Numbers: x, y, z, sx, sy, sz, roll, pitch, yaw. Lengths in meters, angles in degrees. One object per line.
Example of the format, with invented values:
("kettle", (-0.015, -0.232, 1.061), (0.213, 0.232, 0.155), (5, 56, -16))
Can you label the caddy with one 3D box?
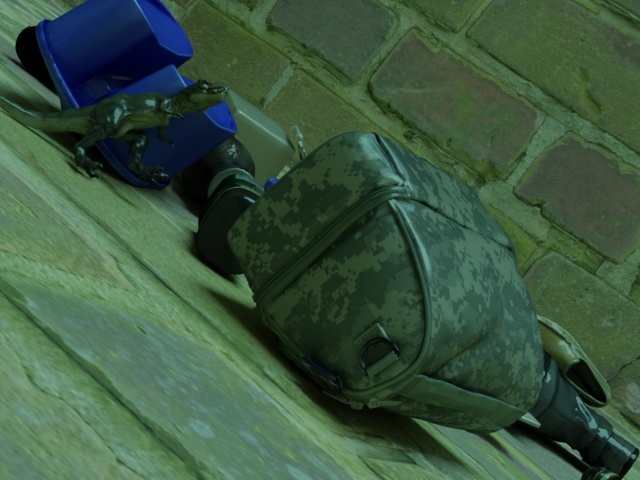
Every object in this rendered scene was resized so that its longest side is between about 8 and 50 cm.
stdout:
("caddy", (-0.248, -0.190, 1.580), (0.241, 0.179, 0.341), (60, 6, 3))

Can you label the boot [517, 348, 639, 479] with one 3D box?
("boot", (0.395, 0.279, 1.872), (0.223, 0.118, 0.338), (39, 4, 12))

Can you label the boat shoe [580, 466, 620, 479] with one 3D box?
("boat shoe", (0.373, 0.331, 1.641), (0.049, 0.056, 0.152), (33, -7, 24))

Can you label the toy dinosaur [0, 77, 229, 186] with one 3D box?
("toy dinosaur", (-0.233, -0.124, 1.381), (0.064, 0.268, 0.118), (108, -27, -58))

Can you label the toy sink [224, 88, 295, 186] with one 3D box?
("toy sink", (-0.166, -0.209, 2.577), (0.153, 0.131, 0.234), (34, 10, -21))

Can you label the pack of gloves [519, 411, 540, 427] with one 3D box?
("pack of gloves", (0.151, 0.187, 1.600), (0.232, 0.046, 0.195), (24, 7, -14))

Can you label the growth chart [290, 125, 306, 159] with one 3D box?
("growth chart", (-0.029, -0.124, 2.534), (0.172, 0.021, 0.237), (-137, -144, -85))

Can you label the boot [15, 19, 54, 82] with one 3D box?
("boot", (-0.413, -0.302, 1.927), (0.246, 0.094, 0.207), (35, 6, 24))

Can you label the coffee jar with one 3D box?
("coffee jar", (-0.098, -0.020, 1.419), (0.079, 0.096, 0.184), (33, 6, -8))

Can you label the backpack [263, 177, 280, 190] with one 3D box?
("backpack", (-0.054, -0.065, 2.156), (0.120, 0.101, 0.098), (27, 3, -44))

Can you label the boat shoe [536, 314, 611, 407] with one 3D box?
("boat shoe", (0.397, 0.192, 1.960), (0.190, 0.068, 0.072), (42, 3, 3))

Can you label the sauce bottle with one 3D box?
("sauce bottle", (-0.157, -0.110, 1.788), (0.111, 0.111, 0.344), (35, 5, -18))

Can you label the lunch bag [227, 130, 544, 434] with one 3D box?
("lunch bag", (0.083, 0.064, 1.224), (0.305, 0.212, 0.256), (25, 29, -53))
